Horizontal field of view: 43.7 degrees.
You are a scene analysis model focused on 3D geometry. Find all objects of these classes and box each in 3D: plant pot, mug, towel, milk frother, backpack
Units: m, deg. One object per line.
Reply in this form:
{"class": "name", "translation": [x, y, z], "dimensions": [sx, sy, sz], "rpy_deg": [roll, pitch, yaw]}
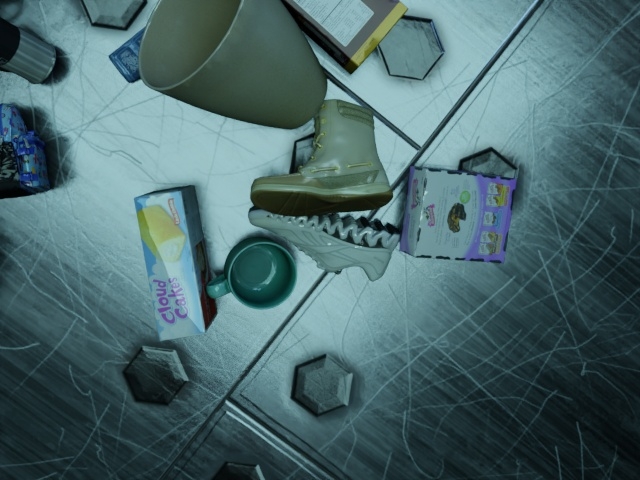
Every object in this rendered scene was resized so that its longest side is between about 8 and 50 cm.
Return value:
{"class": "plant pot", "translation": [-0.123, -0.306, 1.360], "dimensions": [0.274, 0.256, 0.257], "rpy_deg": [29, 98, -44]}
{"class": "mug", "translation": [-0.130, 0.055, 1.507], "dimensions": [0.157, 0.097, 0.130], "rpy_deg": [14, 95, -17]}
{"class": "towel", "translation": [-0.330, -0.353, 1.492], "dimensions": [0.119, 0.029, 0.067], "rpy_deg": [-37, 98, 3]}
{"class": "milk frother", "translation": [-0.560, -0.377, 1.438], "dimensions": [0.129, 0.134, 0.143], "rpy_deg": [16, 85, 34]}
{"class": "backpack", "translation": [-0.568, -0.170, 1.454], "dimensions": [0.116, 0.158, 0.174], "rpy_deg": [-7, 86, -9]}

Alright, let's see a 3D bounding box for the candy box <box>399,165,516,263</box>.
{"class": "candy box", "translation": [0.257, -0.048, 1.497], "dimensions": [0.196, 0.070, 0.165], "rpy_deg": [5, 98, -22]}

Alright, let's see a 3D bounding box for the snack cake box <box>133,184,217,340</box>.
{"class": "snack cake box", "translation": [-0.265, 0.036, 1.484], "dimensions": [0.089, 0.152, 0.265], "rpy_deg": [-9, 97, 1]}

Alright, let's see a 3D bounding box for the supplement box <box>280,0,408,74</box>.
{"class": "supplement box", "translation": [0.030, -0.412, 1.410], "dimensions": [0.194, 0.191, 0.129], "rpy_deg": [41, 95, -7]}

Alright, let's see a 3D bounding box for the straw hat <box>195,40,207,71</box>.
{"class": "straw hat", "translation": [-0.178, -0.304, 1.481], "dimensions": [0.144, 0.061, 0.145], "rpy_deg": [0, 91, -28]}

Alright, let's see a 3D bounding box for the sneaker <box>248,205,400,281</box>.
{"class": "sneaker", "translation": [0.000, 0.000, 1.515], "dimensions": [0.291, 0.110, 0.118], "rpy_deg": [14, 106, -3]}

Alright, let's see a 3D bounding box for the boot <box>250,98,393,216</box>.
{"class": "boot", "translation": [-0.009, -0.154, 1.445], "dimensions": [0.261, 0.095, 0.204], "rpy_deg": [-3, 68, -15]}
